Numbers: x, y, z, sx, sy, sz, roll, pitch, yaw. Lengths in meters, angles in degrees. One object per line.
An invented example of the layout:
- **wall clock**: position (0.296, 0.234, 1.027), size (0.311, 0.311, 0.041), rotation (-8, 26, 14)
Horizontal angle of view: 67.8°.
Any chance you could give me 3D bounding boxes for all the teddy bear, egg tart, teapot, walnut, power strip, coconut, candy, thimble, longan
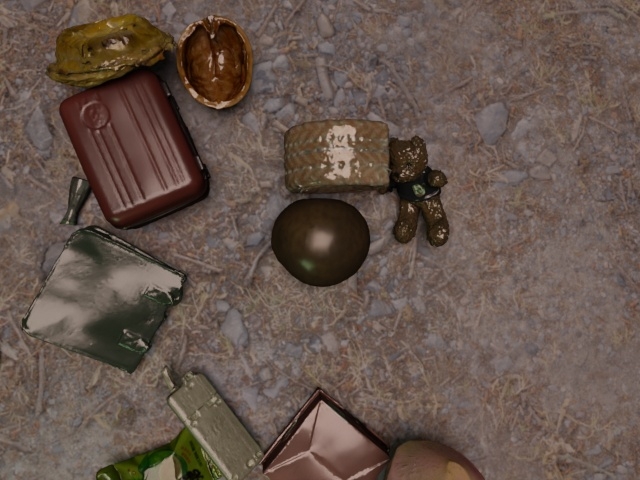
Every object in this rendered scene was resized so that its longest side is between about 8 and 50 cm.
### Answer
- **teddy bear**: position (0.213, -0.115, 1.081), size (0.181, 0.129, 0.252), rotation (-2, 111, 34)
- **egg tart**: position (-0.438, -0.401, 0.984), size (0.278, 0.279, 0.095), rotation (-18, 126, -6)
- **teapot**: position (-0.545, -0.085, 1.058), size (0.042, 0.043, 0.111), rotation (17, 89, -3)
- **walnut**: position (-0.238, -0.390, 1.079), size (0.167, 0.087, 0.212), rotation (-2, 88, -12)
- **power strip**: position (-0.243, 0.382, 1.026), size (0.093, 0.053, 0.288), rotation (-37, 86, -28)
- **coconut**: position (0.227, 0.533, 0.956), size (0.232, 0.233, 0.245), rotation (8, 125, -4)
- **candy**: position (-0.331, 0.497, 1.019), size (0.246, 0.069, 0.149), rotation (-25, 87, -12)
- **thimble**: position (0.034, -0.173, 1.031), size (0.228, 0.196, 0.148), rotation (-1, 92, 3)
- **longan**: position (0.000, 0.000, 1.025), size (0.212, 0.198, 0.198), rotation (23, 84, -4)

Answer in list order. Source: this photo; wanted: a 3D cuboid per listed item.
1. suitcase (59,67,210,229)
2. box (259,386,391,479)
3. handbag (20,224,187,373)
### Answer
- **suitcase**: position (-0.388, -0.187, 1.015), size (0.236, 0.161, 0.297), rotation (-24, 89, -6)
- **box**: position (0.013, 0.475, 1.041), size (0.215, 0.086, 0.215), rotation (41, 84, -1)
- **handbag**: position (-0.448, 0.126, 1.012), size (0.260, 0.079, 0.248), rotation (30, 86, -15)
